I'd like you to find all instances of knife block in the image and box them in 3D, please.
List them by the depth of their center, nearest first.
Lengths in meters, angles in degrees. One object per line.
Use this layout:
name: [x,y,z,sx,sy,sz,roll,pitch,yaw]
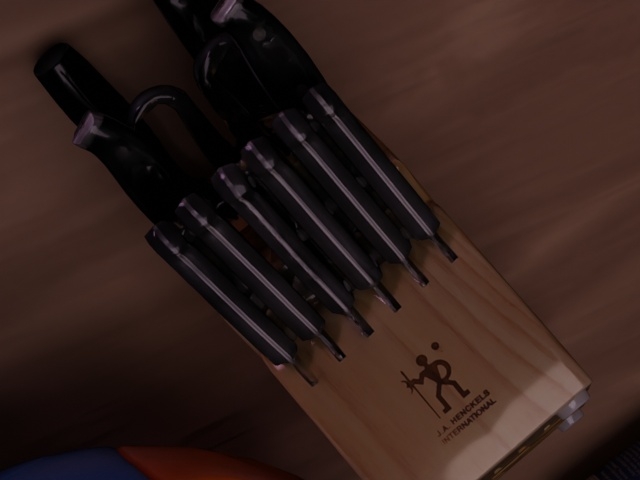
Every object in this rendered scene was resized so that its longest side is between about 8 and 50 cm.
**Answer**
knife block: [0.000,0.000,0.590,0.088,0.242,0.276,-40,167,2]

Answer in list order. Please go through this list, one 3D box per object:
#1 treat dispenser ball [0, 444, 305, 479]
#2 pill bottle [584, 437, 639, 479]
treat dispenser ball: [-0.068,0.221,0.536,0.288,0.288,0.288,-9,117,-17]
pill bottle: [0.183,0.123,0.717,0.120,0.067,0.067,-37,122,-1]
